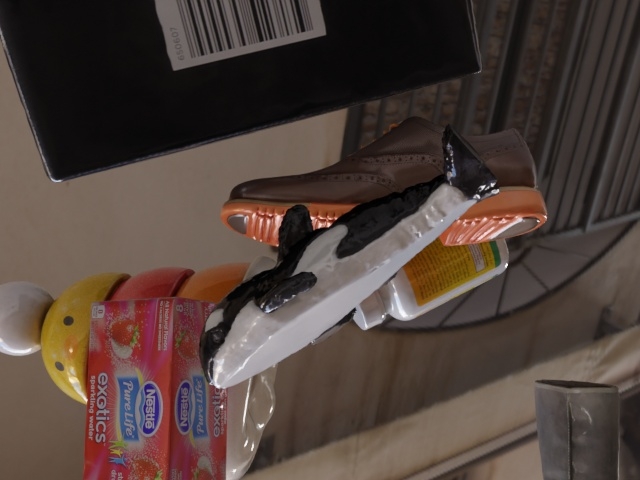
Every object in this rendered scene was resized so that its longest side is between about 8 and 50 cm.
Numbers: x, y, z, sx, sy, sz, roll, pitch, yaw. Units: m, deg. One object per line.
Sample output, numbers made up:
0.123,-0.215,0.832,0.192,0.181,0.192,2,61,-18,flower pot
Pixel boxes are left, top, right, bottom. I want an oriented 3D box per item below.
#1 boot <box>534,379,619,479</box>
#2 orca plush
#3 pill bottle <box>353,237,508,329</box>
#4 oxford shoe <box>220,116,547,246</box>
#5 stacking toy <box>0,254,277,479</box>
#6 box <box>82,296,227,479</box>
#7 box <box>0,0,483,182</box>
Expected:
0.297,0.255,0.816,0.076,0.208,0.190,15,171,-42,boot
0.000,0.000,0.656,0.102,0.287,0.151,56,-156,22,orca plush
0.128,0.033,1.033,0.208,0.117,0.117,-26,-149,-10,pill bottle
0.067,-0.063,0.895,0.364,0.132,0.130,-2,163,-11,oxford shoe
-0.307,0.165,1.228,0.480,0.350,0.350,9,-158,5,stacking toy
-0.195,0.200,0.955,0.128,0.257,0.122,-5,168,25,box
-0.132,-0.282,0.996,0.480,0.297,0.472,-16,-167,-12,box
